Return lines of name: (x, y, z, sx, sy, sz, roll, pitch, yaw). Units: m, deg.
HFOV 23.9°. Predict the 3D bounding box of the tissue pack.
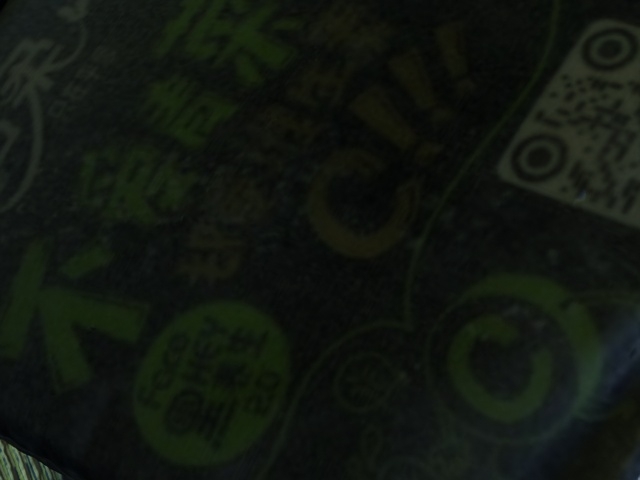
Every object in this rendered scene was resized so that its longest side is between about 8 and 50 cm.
tissue pack: (0.000, 0.000, 0.654, 0.288, 0.394, 0.124, -59, 147, -16)
